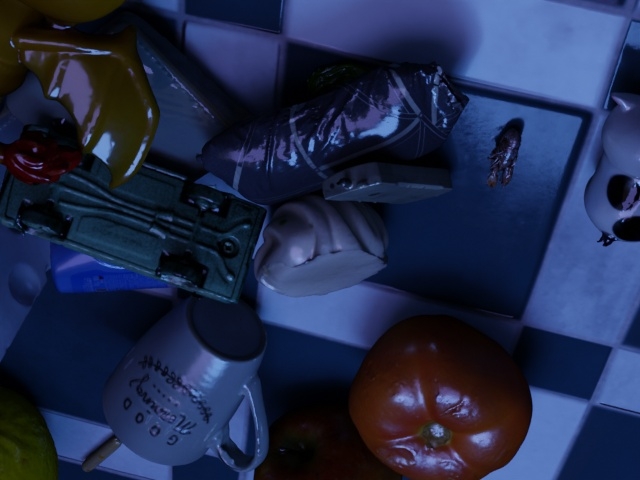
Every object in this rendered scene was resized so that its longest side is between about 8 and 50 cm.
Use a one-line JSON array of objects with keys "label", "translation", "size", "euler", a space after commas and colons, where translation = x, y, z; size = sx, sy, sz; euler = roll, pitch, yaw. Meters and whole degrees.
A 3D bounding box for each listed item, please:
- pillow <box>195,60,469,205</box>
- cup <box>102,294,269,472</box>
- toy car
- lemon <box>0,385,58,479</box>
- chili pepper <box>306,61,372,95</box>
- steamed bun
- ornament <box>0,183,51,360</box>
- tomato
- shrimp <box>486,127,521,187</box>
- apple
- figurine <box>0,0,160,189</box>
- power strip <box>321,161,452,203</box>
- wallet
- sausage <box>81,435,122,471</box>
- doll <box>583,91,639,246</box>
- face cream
[{"label": "pillow", "translation": [0.017, -0.123, 1.329], "size": [0.335, 0.092, 0.161], "euler": [-15, 158, 25]}, {"label": "cup", "translation": [-0.161, 0.217, 1.658], "size": [0.258, 0.186, 0.234], "euler": [43, 126, 4]}, {"label": "toy car", "translation": [-0.238, -0.026, 1.416], "size": [0.320, 0.141, 0.097], "euler": [20, 167, -12]}, {"label": "lemon", "translation": [-0.579, 0.382, 1.893], "size": [0.297, 0.297, 0.297], "euler": [9, 134, 10]}, {"label": "chili pepper", "translation": [0.023, -0.191, 1.340], "size": [0.091, 0.030, 0.034], "euler": [-3, 151, 22]}, {"label": "steamed bun", "translation": [0.000, 0.000, 1.453], "size": [0.183, 0.106, 0.183], "euler": [-13, 161, -4]}, {"label": "ornament", "translation": [-0.557, 0.032, 1.586], "size": [0.239, 0.239, 0.240], "euler": [-13, 126, 27]}, {"label": "tomato", "translation": [0.169, 0.213, 1.562], "size": [0.260, 0.180, 0.260], "euler": [7, 133, 8]}, {"label": "shrimp", "translation": [0.217, -0.094, 1.362], "size": [0.029, 0.038, 0.092], "euler": [46, 149, 36]}, {"label": "apple", "translation": [0.015, 0.365, 1.731], "size": [0.230, 0.230, 0.230], "euler": [9, 134, 10]}, {"label": "figurine", "translation": [-0.307, -0.263, 1.207], "size": [0.401, 0.268, 0.387], "euler": [30, 114, -30]}, {"label": "power strip", "translation": [0.079, -0.067, 1.338], "size": [0.080, 0.227, 0.029], "euler": [-16, 82, 32]}, {"label": "wallet", "translation": [-0.279, -0.133, 1.459], "size": [0.360, 0.083, 0.252], "euler": [-30, 123, 35]}, {"label": "sausage", "translation": [-0.384, 0.375, 2.000], "size": [0.024, 0.024, 0.132], "euler": [36, 132, -15]}, {"label": "doll", "translation": [0.362, -0.083, 1.279], "size": [0.110, 0.107, 0.181], "euler": [26, 132, 24]}, {"label": "face cream", "translation": [-0.228, 0.022, 1.538], "size": [0.264, 0.083, 0.149], "euler": [-3, 162, -8]}]
